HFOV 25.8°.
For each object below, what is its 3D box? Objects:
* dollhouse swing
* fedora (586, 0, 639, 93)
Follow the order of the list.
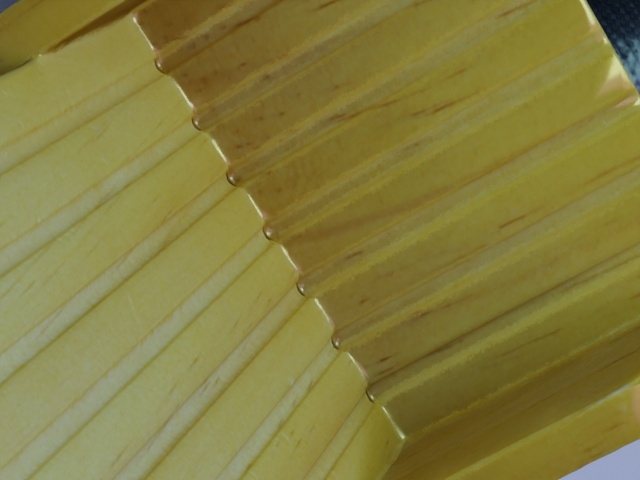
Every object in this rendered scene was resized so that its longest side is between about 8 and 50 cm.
[{"bbox_3d":[0.000,0.000,0.654,0.315,0.305,0.347,-30,98,15],"label":"dollhouse swing"},{"bbox_3d":[0.214,-0.093,1.053,0.152,0.334,0.334,-29,126,-10],"label":"fedora"}]
